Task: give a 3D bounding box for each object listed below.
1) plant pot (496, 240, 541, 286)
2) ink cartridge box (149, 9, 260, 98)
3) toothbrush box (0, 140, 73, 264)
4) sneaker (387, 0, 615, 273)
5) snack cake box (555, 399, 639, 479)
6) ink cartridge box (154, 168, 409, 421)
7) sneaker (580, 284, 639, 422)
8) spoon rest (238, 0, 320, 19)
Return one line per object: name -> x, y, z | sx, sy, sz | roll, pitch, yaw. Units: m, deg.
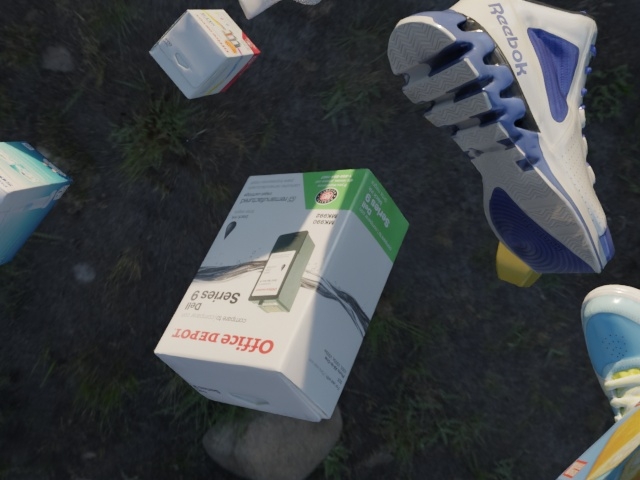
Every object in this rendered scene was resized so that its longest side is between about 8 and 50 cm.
plant pot -> 0.370, 0.041, 1.391 | 0.081, 0.081, 0.083 | 21, 98, 32
ink cartridge box -> -0.235, -0.386, 1.554 | 0.127, 0.176, 0.128 | -40, 92, 24
toothbrush box -> -0.596, -0.054, 1.333 | 0.126, 0.295, 0.216 | 40, 99, -5
sneaker -> 0.222, -0.128, 0.747 | 0.182, 0.127, 0.315 | -43, 109, -21
snack cake box -> 0.230, 0.134, 0.432 | 0.152, 0.264, 0.089 | -44, 73, -4
ink cartridge box -> -0.043, 0.059, 0.950 | 0.121, 0.211, 0.289 | 51, 52, -39
sneaker -> 0.386, 0.220, 0.879 | 0.208, 0.127, 0.319 | -36, 96, -49
spoon rest -> -0.070, -0.521, 1.515 | 0.084, 0.276, 0.137 | -32, 105, -28
